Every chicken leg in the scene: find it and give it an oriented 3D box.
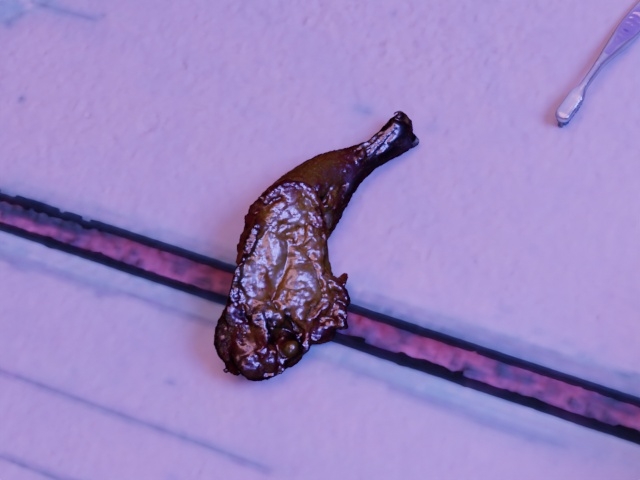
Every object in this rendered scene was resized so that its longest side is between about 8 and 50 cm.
[{"bbox_3d":[-0.004,-0.002,0.790,0.062,0.037,0.145,23,70,-2],"label":"chicken leg"}]

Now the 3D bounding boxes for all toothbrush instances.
[{"bbox_3d":[0.148,-0.104,0.820,0.011,0.013,0.131,34,74,14],"label":"toothbrush"}]
